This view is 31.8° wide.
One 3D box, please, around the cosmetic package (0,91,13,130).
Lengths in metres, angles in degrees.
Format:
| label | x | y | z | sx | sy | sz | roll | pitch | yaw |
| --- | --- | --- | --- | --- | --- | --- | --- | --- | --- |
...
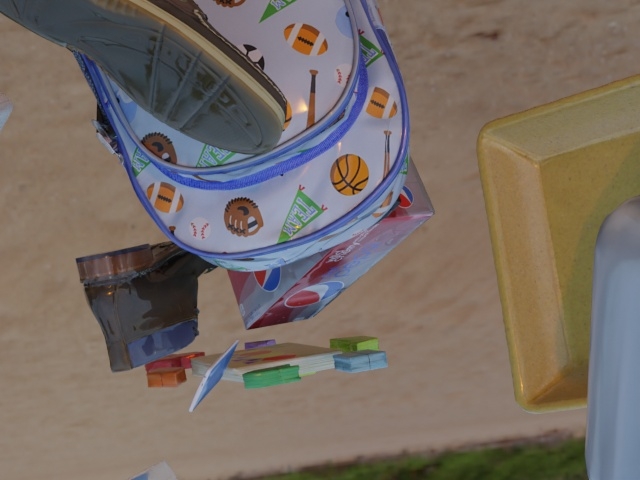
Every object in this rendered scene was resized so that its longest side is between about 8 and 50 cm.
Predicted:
| label | x | y | z | sx | sy | sz | roll | pitch | yaw |
| --- | --- | --- | --- | --- | --- | --- | --- | --- | --- |
| cosmetic package | -0.596 | -0.070 | 1.140 | 0.329 | 0.327 | 0.394 | -52 | -179 | 25 |

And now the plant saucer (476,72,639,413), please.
| label | x | y | z | sx | sy | sz | roll | pitch | yaw |
| --- | --- | --- | --- | --- | --- | --- | --- | --- | --- |
| plant saucer | 0.344 | -0.002 | 1.189 | 0.332 | 0.333 | 0.081 | -15 | 168 | 39 |

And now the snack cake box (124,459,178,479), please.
| label | x | y | z | sx | sy | sz | roll | pitch | yaw |
| --- | --- | --- | --- | --- | --- | --- | --- | --- | --- |
| snack cake box | -0.247 | 0.390 | 1.324 | 0.264 | 0.152 | 0.089 | -39 | 170 | 30 |

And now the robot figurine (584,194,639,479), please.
| label | x | y | z | sx | sy | sz | roll | pitch | yaw |
| --- | --- | --- | --- | --- | --- | --- | --- | --- | --- |
| robot figurine | 0.209 | 0.075 | 0.316 | 0.199 | 0.354 | 0.300 | -24 | -148 | -37 |

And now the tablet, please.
| label | x | y | z | sx | sy | sz | roll | pitch | yaw |
| --- | --- | --- | --- | --- | --- | --- | --- | --- | --- |
| tablet | -0.106 | 0.132 | 1.115 | 0.006 | 0.054 | 0.083 | 29 | -158 | 6 |

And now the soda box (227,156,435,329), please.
| label | x | y | z | sx | sy | sz | roll | pitch | yaw |
| --- | --- | --- | --- | --- | --- | --- | --- | --- | --- |
| soda box | 0.000 | 0.000 | 1.138 | 0.092 | 0.083 | 0.263 | -7 | 157 | -33 |

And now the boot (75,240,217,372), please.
| label | x | y | z | sx | sy | sz | roll | pitch | yaw |
| --- | --- | --- | --- | --- | --- | --- | --- | --- | --- |
| boot | -0.149 | 0.055 | 1.055 | 0.082 | 0.106 | 0.219 | -10 | 180 | 26 |

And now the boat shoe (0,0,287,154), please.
| label | x | y | z | sx | sy | sz | roll | pitch | yaw |
| --- | --- | --- | --- | --- | --- | --- | --- | --- | --- |
| boat shoe | -0.110 | -0.138 | 0.687 | 0.223 | 0.073 | 0.080 | 32 | 143 | -6 |

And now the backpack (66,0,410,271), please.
| label | x | y | z | sx | sy | sz | roll | pitch | yaw |
| --- | --- | --- | --- | --- | --- | --- | --- | --- | --- |
| backpack | -0.050 | -0.114 | 0.869 | 0.276 | 0.263 | 0.213 | -25 | 177 | 7 |

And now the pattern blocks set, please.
| label | x | y | z | sx | sy | sz | roll | pitch | yaw |
| --- | --- | --- | --- | --- | --- | --- | --- | --- | --- |
| pattern blocks set | -0.067 | 0.147 | 1.337 | 0.285 | 0.026 | 0.325 | -7 | -179 | -15 |
